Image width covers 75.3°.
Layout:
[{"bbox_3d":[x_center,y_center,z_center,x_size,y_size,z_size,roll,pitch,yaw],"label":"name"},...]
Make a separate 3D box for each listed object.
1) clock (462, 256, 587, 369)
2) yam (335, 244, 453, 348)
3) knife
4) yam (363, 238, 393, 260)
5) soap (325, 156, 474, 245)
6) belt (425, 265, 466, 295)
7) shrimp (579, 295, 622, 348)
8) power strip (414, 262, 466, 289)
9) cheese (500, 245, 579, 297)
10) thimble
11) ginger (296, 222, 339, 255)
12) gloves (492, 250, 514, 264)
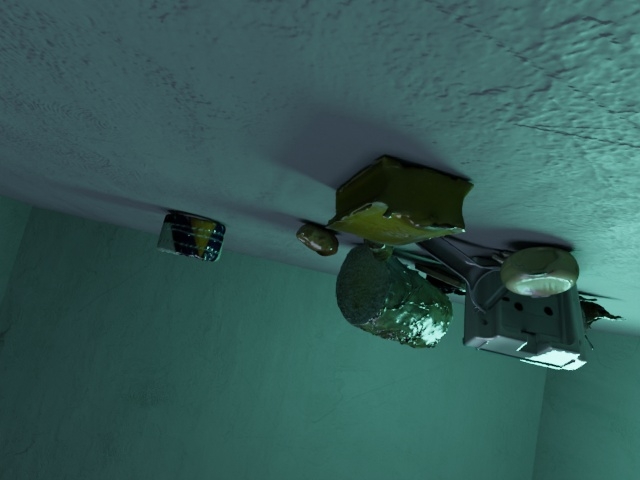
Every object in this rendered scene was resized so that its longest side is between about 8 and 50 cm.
[{"bbox_3d":[0.486,0.161,0.983,0.263,0.231,0.116,13,152,2],"label":"clock"},{"bbox_3d":[0.230,0.185,1.274,0.348,0.240,0.241,29,165,-30],"label":"yam"},{"bbox_3d":[0.287,0.053,0.888,0.278,0.123,0.053,34,-169,-19],"label":"knife"},{"bbox_3d":[0.148,0.014,1.021,0.061,0.061,0.253,10,173,14],"label":"yam"},{"bbox_3d":[0.103,-0.044,0.612,0.135,0.076,0.233,15,173,-12],"label":"soap"},{"bbox_3d":[0.429,0.140,1.416,0.151,0.078,0.198,12,170,8],"label":"belt"},{"bbox_3d":[0.721,0.221,1.319,0.411,0.165,0.221,22,178,20],"label":"shrimp"},{"bbox_3d":[0.407,0.096,1.185,0.198,0.064,0.213,15,-174,-30],"label":"power strip"},{"bbox_3d":[0.444,0.080,0.843,0.137,0.064,0.227,-7,153,27],"label":"cheese"},{"bbox_3d":[-0.459,-0.007,1.503,0.238,0.150,0.237,12,174,1],"label":"thimble"},{"bbox_3d":[-0.002,0.001,1.125,0.096,0.068,0.190,4,169,20],"label":"ginger"},{"bbox_3d":[0.415,0.041,0.904,0.081,0.037,0.044,15,140,10],"label":"gloves"}]
